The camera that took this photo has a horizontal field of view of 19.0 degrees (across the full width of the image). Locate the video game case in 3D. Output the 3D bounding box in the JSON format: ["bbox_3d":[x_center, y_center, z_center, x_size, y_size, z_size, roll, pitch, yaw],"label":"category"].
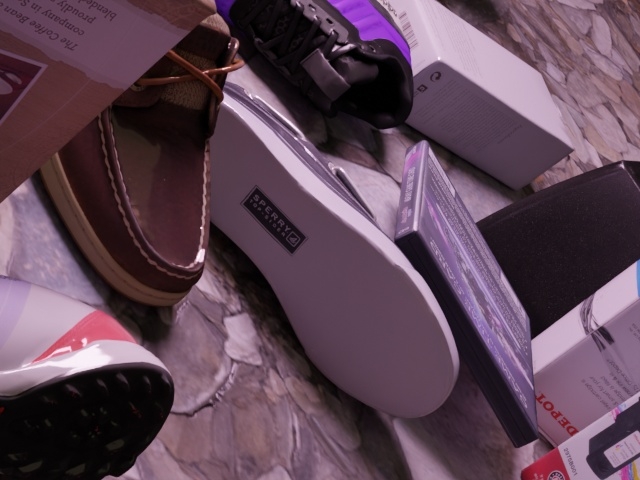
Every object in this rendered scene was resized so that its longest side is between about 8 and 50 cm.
[{"bbox_3d":[0.122,0.036,1.585,0.196,0.026,0.274,59,14,-13],"label":"video game case"}]

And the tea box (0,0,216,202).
[{"bbox_3d":[-0.274,-0.246,1.154,0.329,0.220,0.323,28,34,-42],"label":"tea box"}]

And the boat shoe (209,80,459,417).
[{"bbox_3d":[0.000,0.000,1.439,0.301,0.108,0.102,45,26,4],"label":"boat shoe"}]

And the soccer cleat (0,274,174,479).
[{"bbox_3d":[-0.216,0.062,1.000,0.116,0.108,0.318,41,18,35],"label":"soccer cleat"}]

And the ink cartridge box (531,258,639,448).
[{"bbox_3d":[0.277,0.109,1.651,0.139,0.191,0.082,45,24,-14],"label":"ink cartridge box"}]

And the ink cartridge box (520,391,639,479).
[{"bbox_3d":[0.264,0.197,1.524,0.072,0.175,0.127,26,35,-44],"label":"ink cartridge box"}]

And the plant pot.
[{"bbox_3d":[0.274,0.024,1.791,0.187,0.167,0.188,-1,57,-60],"label":"plant pot"}]

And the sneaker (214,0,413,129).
[{"bbox_3d":[-0.012,-0.188,1.665,0.293,0.102,0.146,29,34,-40],"label":"sneaker"}]

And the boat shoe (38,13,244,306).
[{"bbox_3d":[-0.121,-0.127,1.316,0.123,0.123,0.342,16,56,-45],"label":"boat shoe"}]

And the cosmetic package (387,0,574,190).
[{"bbox_3d":[0.143,-0.150,1.905,0.231,0.085,0.117,30,32,-42],"label":"cosmetic package"}]
